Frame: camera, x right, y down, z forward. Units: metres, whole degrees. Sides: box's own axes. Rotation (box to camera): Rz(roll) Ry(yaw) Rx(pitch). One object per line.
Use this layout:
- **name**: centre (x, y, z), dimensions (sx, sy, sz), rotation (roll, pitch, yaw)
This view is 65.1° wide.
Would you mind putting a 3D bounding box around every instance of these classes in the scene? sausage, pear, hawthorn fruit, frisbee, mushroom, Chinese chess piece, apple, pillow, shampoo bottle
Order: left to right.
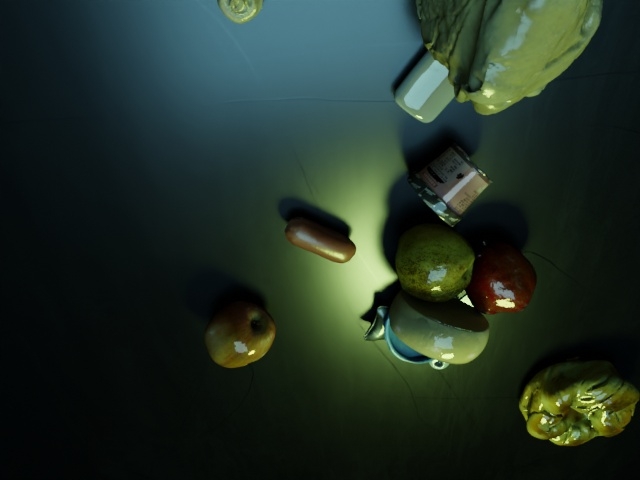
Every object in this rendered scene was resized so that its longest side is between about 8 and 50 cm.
- **apple**: centre (-0.225, 0.263, 1.375), dimensions (0.199, 0.199, 0.199), rotation (-1, 127, -1)
- **mushroom**: centre (-0.146, -0.437, 0.907), dimensions (0.083, 0.067, 0.083), rotation (-3, 134, -3)
- **sausage**: centre (0.000, 0.000, 1.241), dimensions (0.194, 0.077, 0.077), rotation (24, 123, -19)
- **pillow**: centre (0.182, 0.238, 1.437), dimensions (0.091, 0.055, 0.136), rotation (18, 122, -8)
- **frisbee**: centre (0.290, 0.235, 1.421), dimensions (0.242, 0.045, 0.242), rotation (-4, 107, -12)
- **pear**: centre (0.281, 0.053, 1.213), dimensions (0.197, 0.197, 0.197), rotation (-1, 127, -1)
- **Chinese chess piece**: centre (0.294, 0.208, 1.257), dimensions (0.251, 0.251, 0.097), rotation (15, 106, -13)
- **shampoo bottle**: centre (0.251, -0.344, 1.002), dimensions (0.108, 0.051, 0.221), rotation (30, 121, -19)
- **hawthorn fruit**: centre (0.443, 0.083, 1.269), dimensions (0.185, 0.185, 0.202), rotation (-24, 106, 15)

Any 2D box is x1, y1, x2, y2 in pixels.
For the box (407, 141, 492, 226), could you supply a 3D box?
- **box**: centre (0.290, -0.130, 1.111), dimensions (0.151, 0.151, 0.135), rotation (35, 110, -25)

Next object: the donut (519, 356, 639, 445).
- **donut**: centre (0.832, 0.524, 1.613), dimensions (0.360, 0.170, 0.360), rotation (-2, 129, -2)

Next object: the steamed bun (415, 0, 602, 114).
- **steamed bun**: centre (0.302, -0.397, 0.789), dimensions (0.230, 0.372, 0.325), rotation (-5, 158, -11)

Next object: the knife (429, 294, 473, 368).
- **knife**: centre (0.396, 0.249, 1.472), dimensions (0.080, 0.044, 0.331), rotation (17, 119, -2)
